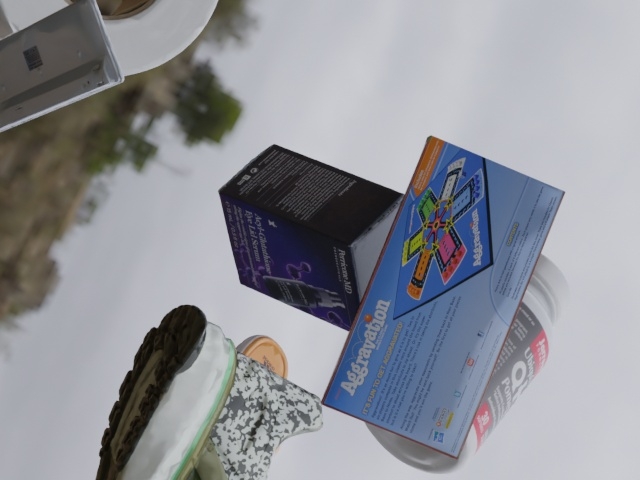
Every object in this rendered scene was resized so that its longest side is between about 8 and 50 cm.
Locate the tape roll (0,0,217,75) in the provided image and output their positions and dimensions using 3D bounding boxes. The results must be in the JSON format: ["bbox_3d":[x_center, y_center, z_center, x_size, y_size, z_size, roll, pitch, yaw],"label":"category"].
[{"bbox_3d":[-0.237,-0.285,1.903,0.246,0.246,0.169,-65,-162,-7],"label":"tape roll"}]

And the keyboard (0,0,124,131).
[{"bbox_3d":[-0.233,-0.142,1.532,0.256,0.014,0.072,-12,-86,57],"label":"keyboard"}]

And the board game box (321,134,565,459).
[{"bbox_3d":[0.118,0.055,1.791,0.027,0.145,0.281,167,-55,-84],"label":"board game box"}]

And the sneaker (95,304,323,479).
[{"bbox_3d":[-0.116,0.269,1.515,0.410,0.182,0.158,-67,-164,3],"label":"sneaker"}]

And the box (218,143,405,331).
[{"bbox_3d":[0.000,0.000,2.174,0.108,0.207,0.153,-43,138,-32],"label":"box"}]

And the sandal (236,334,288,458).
[{"bbox_3d":[-0.078,0.182,1.950,0.076,0.102,0.265,-24,-154,36],"label":"sandal"}]

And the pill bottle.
[{"bbox_3d":[0.204,0.150,2.487,0.318,0.176,0.176,-47,-178,-35],"label":"pill bottle"}]
